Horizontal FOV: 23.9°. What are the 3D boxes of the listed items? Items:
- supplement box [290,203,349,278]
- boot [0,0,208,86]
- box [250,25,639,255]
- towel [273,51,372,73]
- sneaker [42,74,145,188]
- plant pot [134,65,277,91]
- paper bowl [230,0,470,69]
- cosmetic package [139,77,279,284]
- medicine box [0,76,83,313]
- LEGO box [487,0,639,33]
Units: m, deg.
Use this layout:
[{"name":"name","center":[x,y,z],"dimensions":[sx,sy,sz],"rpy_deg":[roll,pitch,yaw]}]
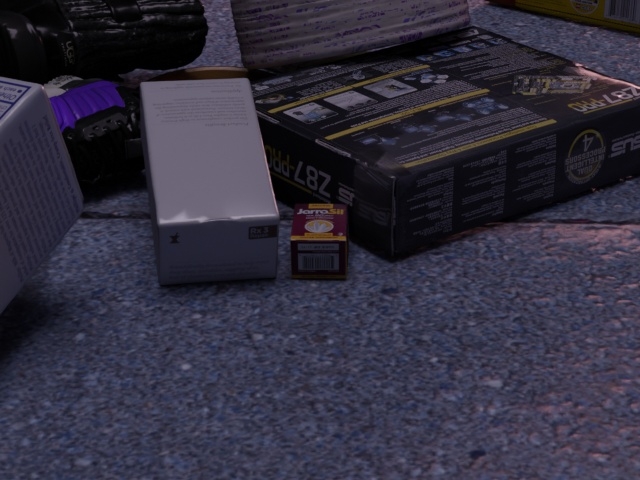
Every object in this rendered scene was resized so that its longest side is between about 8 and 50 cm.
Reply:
[{"name":"supplement box","center":[0.000,0.000,1.453],"dimensions":[0.055,0.043,0.083],"rpy_deg":[-1,25,2]},{"name":"boot","center":[-0.322,-0.261,1.866],"dimensions":[0.260,0.131,0.348],"rpy_deg":[-21,30,-31]},{"name":"box","center":[0.127,-0.125,1.653],"dimensions":[0.394,0.097,0.318],"rpy_deg":[-18,29,-34]},{"name":"towel","center":[0.010,-0.227,1.953],"dimensions":[0.152,0.023,0.113],"rpy_deg":[19,30,38]},{"name":"sneaker","center":[-0.243,-0.106,1.596],"dimensions":[0.146,0.102,0.293],"rpy_deg":[8,25,9]},{"name":"plant pot","center":[-0.125,-0.163,1.802],"dimensions":[0.236,0.032,0.236],"rpy_deg":[0,26,0]},{"name":"paper bowl","center":[0.031,-0.303,1.825],"dimensions":[0.284,0.148,0.284],"rpy_deg":[-10,10,2]},{"name":"cosmetic package","center":[-0.112,-0.062,1.480],"dimensions":[0.117,0.085,0.231],"rpy_deg":[-3,42,-8]},{"name":"medicine box","center":[-0.393,-0.012,1.266],"dimensions":[0.263,0.149,0.289],"rpy_deg":[13,49,25]},{"name":"LEGO box","center":[0.540,-0.432,2.173],"dimensions":[0.500,0.193,0.372],"rpy_deg":[18,32,33]}]
